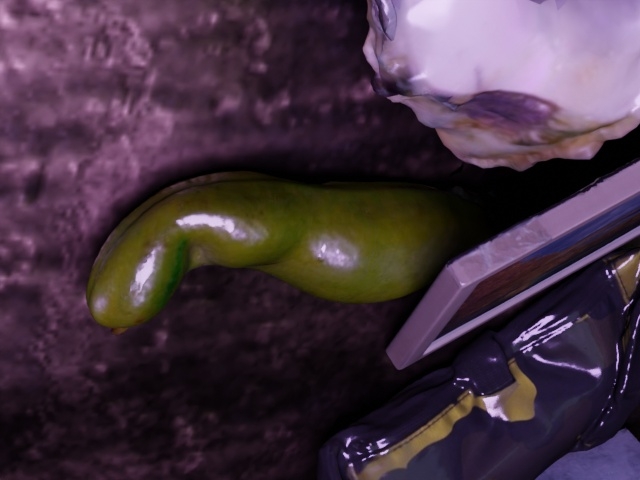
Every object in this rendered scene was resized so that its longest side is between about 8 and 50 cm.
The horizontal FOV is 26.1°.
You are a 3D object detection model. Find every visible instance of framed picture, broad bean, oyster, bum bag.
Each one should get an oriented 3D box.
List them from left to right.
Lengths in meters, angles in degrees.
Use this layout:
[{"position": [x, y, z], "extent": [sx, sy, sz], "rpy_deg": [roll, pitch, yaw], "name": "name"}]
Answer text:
[{"position": [0.000, 0.000, 0.606], "extent": [0.213, 0.048, 0.070], "rpy_deg": [-8, 122, -27], "name": "broad bean"}, {"position": [0.093, 0.096, 0.722], "extent": [0.232, 0.060, 0.107], "rpy_deg": [-32, 124, -11], "name": "bum bag"}, {"position": [0.119, -0.165, 0.503], "extent": [0.238, 0.115, 0.351], "rpy_deg": [7, 126, -23], "name": "oyster"}, {"position": [0.150, -0.020, 0.633], "extent": [0.250, 0.016, 0.184], "rpy_deg": [-28, 169, -12], "name": "framed picture"}]

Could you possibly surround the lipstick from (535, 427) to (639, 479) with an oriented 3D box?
[{"position": [0.067, 0.202, 0.773], "extent": [0.289, 0.076, 0.077], "rpy_deg": [-20, 132, -15], "name": "lipstick"}]
